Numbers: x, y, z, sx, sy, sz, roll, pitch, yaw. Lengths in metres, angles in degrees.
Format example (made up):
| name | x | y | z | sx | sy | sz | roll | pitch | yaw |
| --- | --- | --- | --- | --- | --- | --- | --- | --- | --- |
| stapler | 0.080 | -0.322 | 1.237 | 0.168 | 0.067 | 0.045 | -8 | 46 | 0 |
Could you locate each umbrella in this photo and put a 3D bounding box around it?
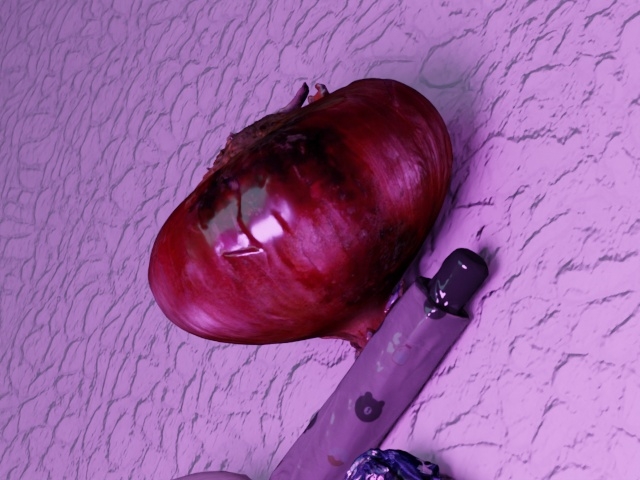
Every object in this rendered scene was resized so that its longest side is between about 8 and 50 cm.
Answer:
| name | x | y | z | sx | sy | sz | roll | pitch | yaw |
| --- | --- | --- | --- | --- | --- | --- | --- | --- | --- |
| umbrella | 0.059 | 0.145 | 1.698 | 0.067 | 0.073 | 0.337 | 49 | 116 | 32 |

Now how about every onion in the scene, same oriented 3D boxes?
| name | x | y | z | sx | sy | sz | roll | pitch | yaw |
| --- | --- | --- | --- | --- | --- | --- | --- | --- | --- |
| onion | 0.000 | 0.000 | 1.741 | 0.348 | 0.285 | 0.347 | -34 | 7 | 4 |

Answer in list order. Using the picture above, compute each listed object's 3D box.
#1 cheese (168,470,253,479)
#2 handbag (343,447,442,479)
| name | x | y | z | sx | sy | sz | roll | pitch | yaw |
| --- | --- | --- | --- | --- | --- | --- | --- | --- | --- |
| cheese | -0.113 | 0.317 | 1.732 | 0.198 | 0.189 | 0.154 | -135 | 39 | -63 |
| handbag | 0.043 | 0.319 | 1.572 | 0.260 | 0.113 | 0.162 | -57 | 37 | 4 |
